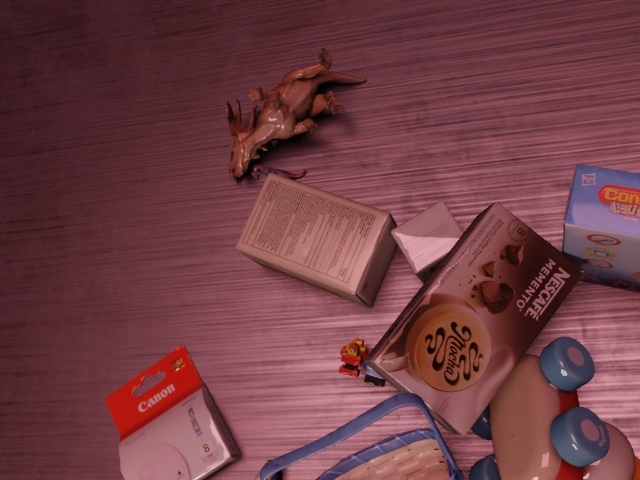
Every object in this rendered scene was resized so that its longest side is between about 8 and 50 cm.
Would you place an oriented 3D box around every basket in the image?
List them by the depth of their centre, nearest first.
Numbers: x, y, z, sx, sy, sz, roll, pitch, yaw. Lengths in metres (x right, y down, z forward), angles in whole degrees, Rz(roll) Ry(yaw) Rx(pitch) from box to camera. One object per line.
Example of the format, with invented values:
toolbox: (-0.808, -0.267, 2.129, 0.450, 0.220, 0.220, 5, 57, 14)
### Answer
basket: (0.088, 0.361, 1.098, 0.254, 0.289, 0.201, -30, 25, 11)

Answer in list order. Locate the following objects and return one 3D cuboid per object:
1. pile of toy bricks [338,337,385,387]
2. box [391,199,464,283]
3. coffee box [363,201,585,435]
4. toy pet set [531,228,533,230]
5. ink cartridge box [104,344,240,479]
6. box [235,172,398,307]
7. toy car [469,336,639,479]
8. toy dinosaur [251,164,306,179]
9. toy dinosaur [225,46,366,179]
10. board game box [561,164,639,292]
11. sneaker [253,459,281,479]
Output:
pile of toy bricks: (0.135, 0.174, 1.228, 0.212, 0.118, 0.105, 13, 97, 16)
box: (0.186, 0.005, 1.279, 0.101, 0.102, 0.087, -31, 71, 6)
coffee box: (0.223, 0.113, 1.138, 0.168, 0.119, 0.297, 39, 81, 3)
toy pet set: (0.320, 0.037, 1.250, 0.122, 0.065, 0.114, 2, 75, 16)
ink cartridge box: (-0.273, 0.326, 1.347, 0.189, 0.066, 0.232, -34, 72, 5)
box: (0.000, 0.000, 1.321, 0.232, 0.127, 0.149, 21, 81, 20)
toy car: (0.371, 0.289, 1.126, 0.237, 0.219, 0.210, 21, 47, -19)
toy dinosaur: (-0.087, -0.120, 1.441, 0.090, 0.047, 0.082, -28, 54, -29)
toy dinosaur: (-0.066, -0.250, 1.428, 0.295, 0.200, 0.127, -39, 105, -21)
board game box: (0.499, 0.009, 1.078, 0.308, 0.302, 0.086, 12, 78, 19)
sneaker: (-0.132, 0.442, 1.265, 0.082, 0.071, 0.191, 22, 81, 27)
